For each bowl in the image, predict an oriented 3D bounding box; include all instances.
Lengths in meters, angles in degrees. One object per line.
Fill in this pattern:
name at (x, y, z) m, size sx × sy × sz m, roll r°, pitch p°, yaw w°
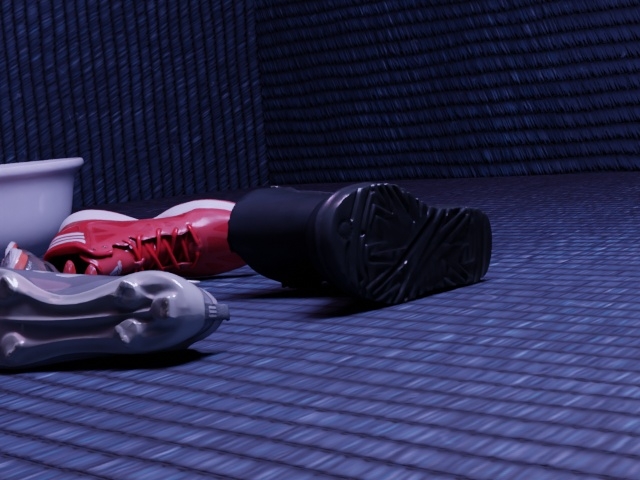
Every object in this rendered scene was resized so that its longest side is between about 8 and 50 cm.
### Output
bowl at (-0.401, -0.012, 1.800) m, size 0.297 × 0.134 × 0.298 m, roll -4°, pitch 4°, yaw 0°

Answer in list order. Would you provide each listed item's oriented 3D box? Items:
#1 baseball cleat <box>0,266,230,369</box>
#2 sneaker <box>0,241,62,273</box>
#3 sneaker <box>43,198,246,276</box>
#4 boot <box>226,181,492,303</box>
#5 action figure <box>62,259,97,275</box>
baseball cleat at (-0.162, 0.057, 1.127) m, size 0.205 × 0.072 × 0.109 m, roll 2°, pitch -7°, yaw 24°
sneaker at (-0.280, 0.041, 1.581) m, size 0.064 × 0.061 × 0.158 m, roll 22°, pitch -1°, yaw -12°
sneaker at (-0.167, 0.020, 1.629) m, size 0.221 × 0.087 × 0.128 m, roll -6°, pitch 20°, yaw 11°
boot at (0.000, 0.000, 1.378) m, size 0.207 × 0.094 × 0.246 m, roll 2°, pitch 1°, yaw 34°
action figure at (-0.327, 0.019, 1.314) m, size 0.280 × 0.139 × 0.091 m, roll -10°, pitch 5°, yaw -26°
